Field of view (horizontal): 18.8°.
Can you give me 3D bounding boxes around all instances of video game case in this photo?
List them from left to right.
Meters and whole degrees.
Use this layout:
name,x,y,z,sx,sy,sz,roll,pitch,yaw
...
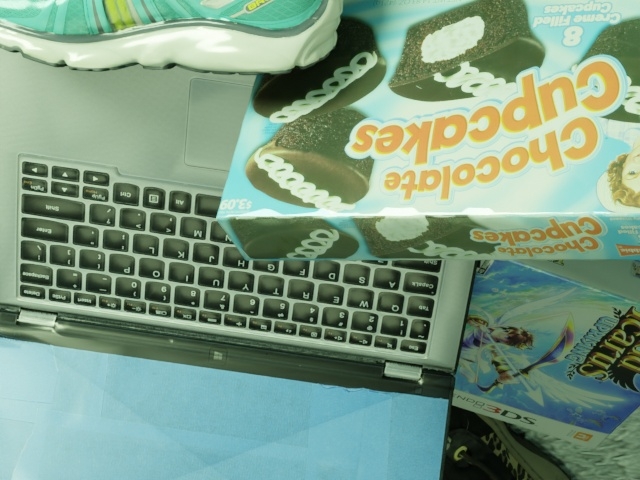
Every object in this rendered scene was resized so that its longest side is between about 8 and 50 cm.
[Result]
name,x,y,z,sx,sy,sz,roll,pitch,yaw
video game case,0.172,0.070,1.624,0.244,0.061,0.269,17,150,-7

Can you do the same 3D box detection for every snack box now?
name,x,y,z,sx,sy,sz,roll,pitch,yaw
snack box,0.105,-0.078,1.277,0.322,0.187,0.060,-1,147,23

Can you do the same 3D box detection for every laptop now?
name,x,y,z,sx,sy,sz,roll,pitch,yaw
laptop,-0.083,0.096,1.433,0.382,0.236,0.408,8,126,0

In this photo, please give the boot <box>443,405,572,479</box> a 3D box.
name,x,y,z,sx,sy,sz,roll,pitch,yaw
boot,0.095,0.290,1.799,0.138,0.284,0.377,-13,141,38

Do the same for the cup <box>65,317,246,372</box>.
name,x,y,z,sx,sy,sz,roll,pitch,yaw
cup,-0.141,0.145,1.683,0.331,0.331,0.237,24,124,-16

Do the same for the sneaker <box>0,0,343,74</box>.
name,x,y,z,sx,sy,sz,roll,pitch,yaw
sneaker,-0.119,-0.175,1.310,0.275,0.107,0.110,1,107,11
